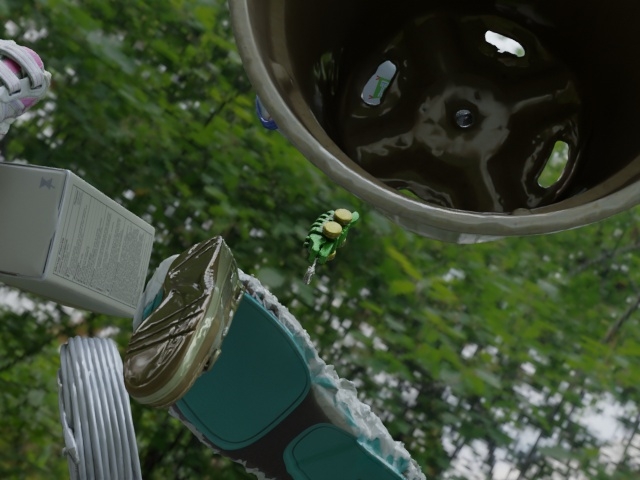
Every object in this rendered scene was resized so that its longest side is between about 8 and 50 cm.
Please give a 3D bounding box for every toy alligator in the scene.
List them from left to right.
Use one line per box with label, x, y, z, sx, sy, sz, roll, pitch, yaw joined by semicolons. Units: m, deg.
toy alligator;0.000;0.000;1.570;0.051;0.190;0.056;26;-50;13

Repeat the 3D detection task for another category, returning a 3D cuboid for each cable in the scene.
cable;-0.292;0.250;1.388;0.089;0.257;0.257;-7;-33;-12

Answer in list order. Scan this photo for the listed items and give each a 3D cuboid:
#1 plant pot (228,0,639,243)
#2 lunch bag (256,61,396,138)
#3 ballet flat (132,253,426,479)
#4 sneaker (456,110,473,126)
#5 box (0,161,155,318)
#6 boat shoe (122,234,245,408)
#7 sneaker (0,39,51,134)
plant pot;0.117;-0.136;0.783;0.333;0.334;0.305;29;-8;9
lunch bag;0.024;-0.286;1.439;0.115;0.303;0.243;29;-44;-34
ballet flat;-0.043;0.158;1.017;0.147;0.147;0.409;9;-38;56
sneaker;0.169;-0.138;1.061;0.153;0.101;0.268;53;-45;15
box;-0.342;0.007;1.416;0.121;0.148;0.311;9;-12;13
boat shoe;-0.074;0.053;0.623;0.048;0.056;0.153;58;17;-22
sneaker;-0.393;-0.194;1.263;0.103;0.111;0.252;48;2;-11
